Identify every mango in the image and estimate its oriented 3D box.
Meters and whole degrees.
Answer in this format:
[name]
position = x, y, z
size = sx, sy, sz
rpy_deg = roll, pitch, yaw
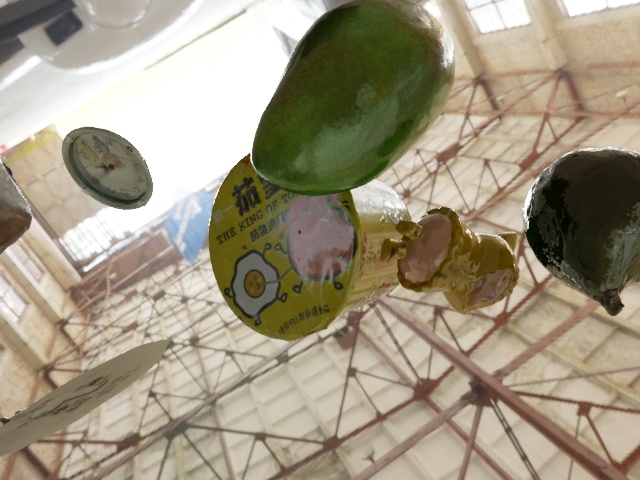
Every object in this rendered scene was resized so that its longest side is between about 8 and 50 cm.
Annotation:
[mango]
position = 0.046, -0.206, 0.870
size = 0.382, 0.225, 0.201
rpy_deg = -47, -176, -28

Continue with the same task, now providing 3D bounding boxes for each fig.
[fig]
position = 0.370, -0.012, 0.818
size = 0.195, 0.195, 0.245
rpy_deg = -19, -152, 33

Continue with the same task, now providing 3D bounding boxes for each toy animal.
[toy animal]
position = 0.199, 0.029, 0.947
size = 0.156, 0.229, 0.156
rpy_deg = -33, -133, 43

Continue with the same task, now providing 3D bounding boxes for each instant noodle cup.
[instant noodle cup]
position = 0.000, 0.000, 1.095
size = 0.325, 0.326, 0.254
rpy_deg = -18, 170, 35

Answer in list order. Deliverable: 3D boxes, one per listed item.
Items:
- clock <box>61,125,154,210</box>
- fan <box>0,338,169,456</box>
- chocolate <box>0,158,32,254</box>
[clock]
position = -0.489, -0.174, 1.446
size = 0.236, 0.236, 0.053
rpy_deg = -17, -147, 36
[fan]
position = -0.298, 0.176, 0.619
size = 0.233, 0.012, 0.414
rpy_deg = -39, 169, 12
[chocolate]
position = -0.526, -0.090, 0.814
size = 0.185, 0.303, 0.100
rpy_deg = -39, 160, 4
